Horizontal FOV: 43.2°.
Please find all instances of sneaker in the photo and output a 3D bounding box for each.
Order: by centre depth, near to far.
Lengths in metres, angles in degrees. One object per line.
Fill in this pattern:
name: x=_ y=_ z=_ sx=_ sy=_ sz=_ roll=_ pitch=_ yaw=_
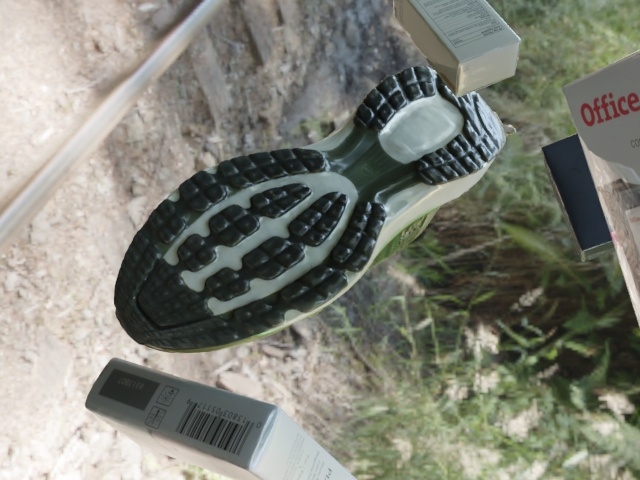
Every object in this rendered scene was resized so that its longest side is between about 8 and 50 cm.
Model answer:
sneaker: x=0.000 y=0.000 z=0.753 sx=0.410 sy=0.158 sz=0.182 roll=-30 pitch=159 yaw=-28

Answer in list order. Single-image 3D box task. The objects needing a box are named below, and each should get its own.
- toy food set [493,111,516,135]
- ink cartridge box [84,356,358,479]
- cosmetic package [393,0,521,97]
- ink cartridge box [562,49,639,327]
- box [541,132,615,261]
toy food set: x=0.132 y=-0.123 z=0.990 sx=0.132 sy=0.192 sz=0.039 roll=-89 pitch=155 yaw=-69
ink cartridge box: x=-0.062 y=0.191 z=0.692 sx=0.066 sy=0.189 sz=0.232 roll=-60 pitch=138 yaw=-27
cosmetic package: x=0.113 y=-0.180 z=0.684 sx=0.041 sy=0.060 sz=0.115 roll=83 pitch=-16 yaw=-56
ink cartridge box: x=0.310 y=-0.002 z=0.551 sx=0.226 sy=0.131 sz=0.306 roll=171 pitch=-101 yaw=-81
box: x=0.382 y=-0.063 z=1.135 sx=0.158 sy=0.093 sz=0.156 roll=22 pitch=49 yaw=-71
